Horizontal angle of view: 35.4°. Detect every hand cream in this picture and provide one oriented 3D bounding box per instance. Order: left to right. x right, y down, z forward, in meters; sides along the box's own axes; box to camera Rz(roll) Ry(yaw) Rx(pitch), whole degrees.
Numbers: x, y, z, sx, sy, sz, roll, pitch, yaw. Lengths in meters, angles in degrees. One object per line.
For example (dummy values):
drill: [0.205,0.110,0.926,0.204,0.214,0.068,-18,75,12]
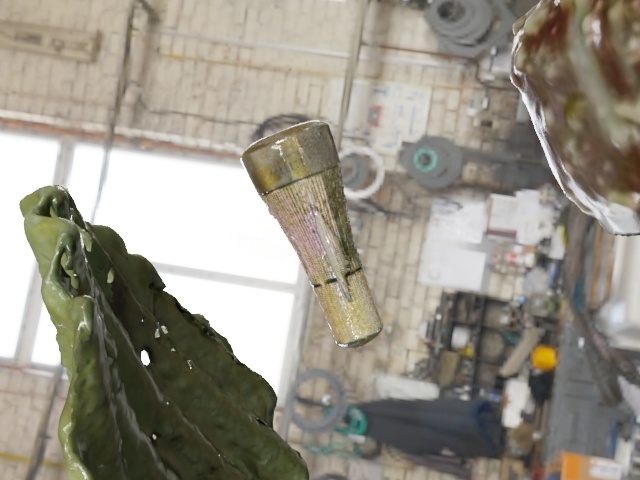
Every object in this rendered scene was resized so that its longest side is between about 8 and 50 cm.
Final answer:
hand cream: [0.000,0.000,0.885,0.084,0.084,0.203,-38,-72,-82]

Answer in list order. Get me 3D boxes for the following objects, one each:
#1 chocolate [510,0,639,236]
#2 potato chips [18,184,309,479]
chocolate: [0.299,-0.159,0.804,0.340,0.210,0.225,-23,16,48]
potato chips: [-0.088,0.163,0.611,0.389,0.097,0.373,51,-150,-63]
